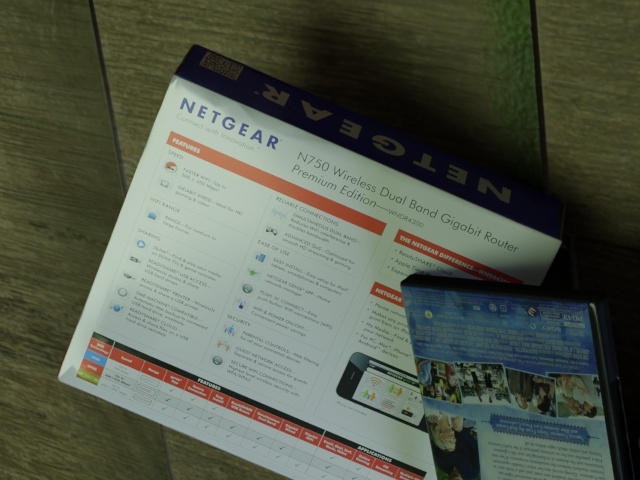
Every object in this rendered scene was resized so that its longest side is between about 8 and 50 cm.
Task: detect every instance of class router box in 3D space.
[{"bbox_3d":[-0.010,0.044,1.567,0.335,0.082,0.301,24,115,-2],"label":"router box"}]

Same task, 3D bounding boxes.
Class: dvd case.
[{"bbox_3d":[0.159,0.150,1.479,0.180,0.022,0.253,5,115,38],"label":"dvd case"}]

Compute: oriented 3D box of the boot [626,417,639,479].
[{"bbox_3d":[0.280,0.129,1.470,0.377,0.138,0.284,19,127,32],"label":"boot"}]
